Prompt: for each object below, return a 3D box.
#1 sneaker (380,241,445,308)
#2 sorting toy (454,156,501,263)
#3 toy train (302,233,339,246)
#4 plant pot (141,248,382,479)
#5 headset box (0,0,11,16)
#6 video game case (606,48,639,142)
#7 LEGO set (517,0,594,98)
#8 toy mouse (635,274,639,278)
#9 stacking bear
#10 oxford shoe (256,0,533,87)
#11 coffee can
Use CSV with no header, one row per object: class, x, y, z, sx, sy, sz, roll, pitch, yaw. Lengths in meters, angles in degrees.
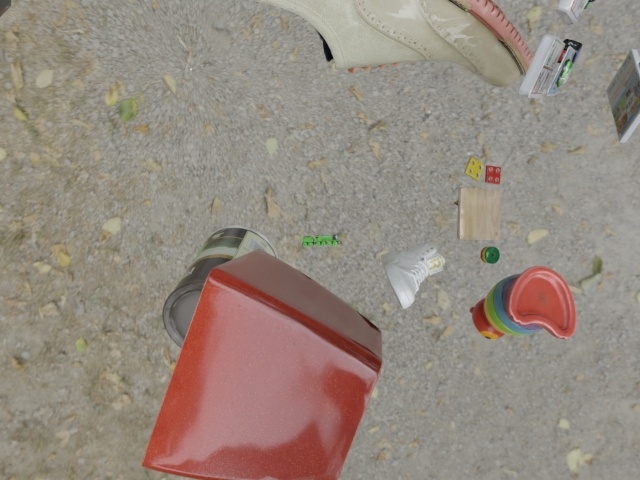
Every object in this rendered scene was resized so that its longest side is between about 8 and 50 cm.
sneaker,0.265,0.079,1.501,0.169,0.292,0.108,-20,109,7
sorting toy,0.406,-0.077,1.423,0.133,0.046,0.274,1,91,-25
toy train,0.000,0.000,1.161,0.083,0.017,0.023,-3,92,17
plant pot,-0.052,0.186,0.764,0.236,0.267,0.267,21,97,5
headset box,-0.663,-0.476,0.968,0.110,0.293,0.218,32,61,-18
video game case,0.486,-0.228,0.858,0.011,0.121,0.087,7,147,2
LEGO set,0.235,-0.229,0.512,0.060,0.244,0.182,28,115,20
toy mouse,0.375,0.029,0.515,0.031,0.143,0.160,26,71,-43
stacking bear,0.492,0.180,1.399,0.176,0.289,0.164,19,68,-7
oxford shoe,0.073,-0.250,0.601,0.397,0.140,0.146,20,119,-28
coffee can,-0.219,0.112,1.259,0.202,0.275,0.201,3,118,6
